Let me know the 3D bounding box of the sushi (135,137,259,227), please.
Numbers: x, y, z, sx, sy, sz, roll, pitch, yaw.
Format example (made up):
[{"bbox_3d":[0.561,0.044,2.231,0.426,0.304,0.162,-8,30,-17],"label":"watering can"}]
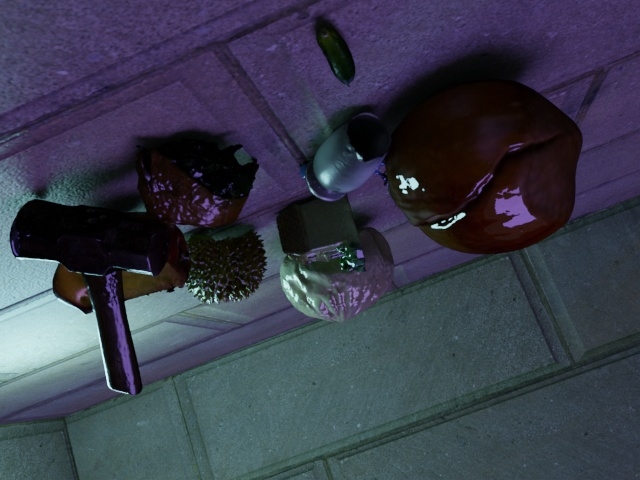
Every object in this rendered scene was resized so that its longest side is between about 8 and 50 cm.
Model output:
[{"bbox_3d":[-0.183,-0.098,1.086,0.149,0.140,0.287,17,-165,42],"label":"sushi"}]

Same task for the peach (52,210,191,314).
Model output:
[{"bbox_3d":[-0.381,0.030,1.222,0.267,0.158,0.154,-18,-162,16],"label":"peach"}]

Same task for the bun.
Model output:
[{"bbox_3d":[0.049,0.108,1.840,0.352,0.227,0.349,-15,-173,43],"label":"bun"}]

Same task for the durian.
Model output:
[{"bbox_3d":[-0.230,0.066,1.549,0.200,0.176,0.237,-4,-178,17],"label":"durian"}]

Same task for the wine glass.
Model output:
[{"bbox_3d":[0.049,-0.153,1.221,0.111,0.111,0.204,-12,168,-28],"label":"wine glass"}]

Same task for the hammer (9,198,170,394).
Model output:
[{"bbox_3d":[-0.375,0.119,1.141,0.242,0.095,0.409,6,127,6],"label":"hammer"}]

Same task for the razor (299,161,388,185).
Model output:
[{"bbox_3d":[0.063,-0.151,1.386,0.253,0.042,0.082,-7,139,-37],"label":"razor"}]

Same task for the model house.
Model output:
[{"bbox_3d":[0.000,0.000,1.586,0.189,0.195,0.214,-12,166,0],"label":"model house"}]

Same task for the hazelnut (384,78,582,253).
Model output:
[{"bbox_3d":[0.305,-0.137,1.225,0.372,0.372,0.315,-29,-158,31],"label":"hazelnut"}]

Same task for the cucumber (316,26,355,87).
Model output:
[{"bbox_3d":[0.025,-0.266,0.924,0.039,0.039,0.168,-23,163,11],"label":"cucumber"}]
